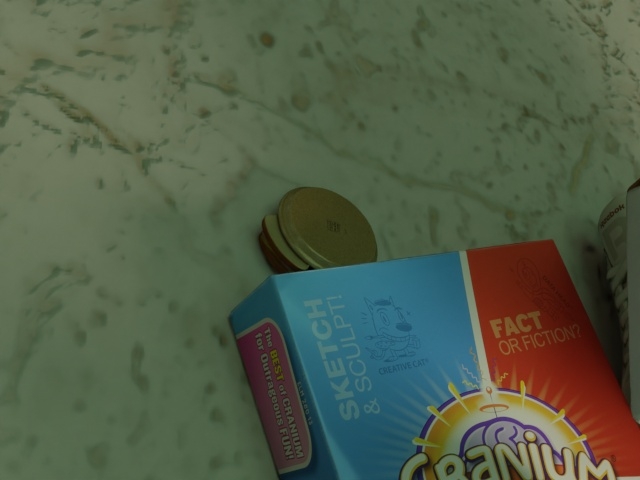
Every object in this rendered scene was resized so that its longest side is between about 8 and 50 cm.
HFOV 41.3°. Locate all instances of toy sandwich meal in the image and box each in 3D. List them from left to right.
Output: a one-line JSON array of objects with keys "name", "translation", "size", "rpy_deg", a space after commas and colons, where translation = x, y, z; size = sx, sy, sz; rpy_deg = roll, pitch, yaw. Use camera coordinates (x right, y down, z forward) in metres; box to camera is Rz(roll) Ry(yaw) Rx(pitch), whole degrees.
[{"name": "toy sandwich meal", "translation": [0.000, 0.000, 0.569], "size": [0.086, 0.029, 0.085], "rpy_deg": [22, 43, -22]}]

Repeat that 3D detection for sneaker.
[{"name": "sneaker", "translation": [0.256, 0.040, 0.662], "size": [0.123, 0.106, 0.290], "rpy_deg": [39, 39, -1]}]

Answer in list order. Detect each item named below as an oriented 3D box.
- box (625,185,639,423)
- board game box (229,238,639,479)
[{"name": "box", "translation": [0.376, 0.073, 0.493], "size": [0.345, 0.215, 0.168], "rpy_deg": [31, 51, -23]}, {"name": "board game box", "translation": [0.104, 0.161, 0.513], "size": [0.242, 0.064, 0.316], "rpy_deg": [-7, 67, -34]}]
